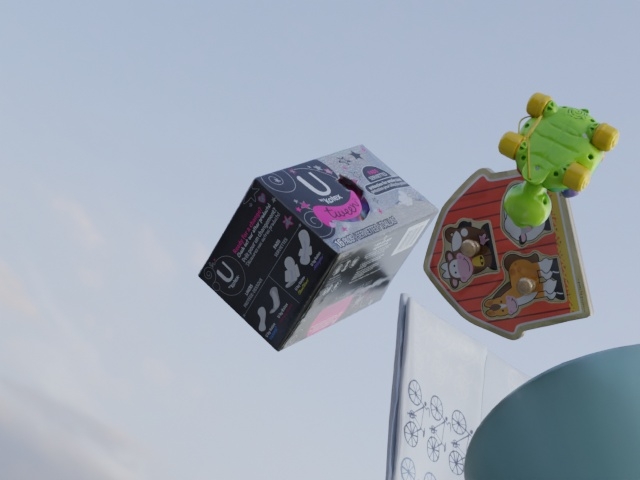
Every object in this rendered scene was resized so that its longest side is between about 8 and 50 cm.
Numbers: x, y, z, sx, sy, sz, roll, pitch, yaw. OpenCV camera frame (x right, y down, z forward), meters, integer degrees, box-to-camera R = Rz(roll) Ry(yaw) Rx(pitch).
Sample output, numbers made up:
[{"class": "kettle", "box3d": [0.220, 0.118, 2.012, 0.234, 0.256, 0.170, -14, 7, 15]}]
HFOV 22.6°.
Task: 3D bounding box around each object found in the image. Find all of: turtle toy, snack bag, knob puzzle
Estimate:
[{"class": "turtle toy", "box3d": [0.215, -0.071, 1.495, 0.095, 0.130, 0.066, 30, -17, 24]}, {"class": "snack bag", "box3d": [0.200, 0.274, 2.070, 0.037, 0.323, 0.342, -19, -38, 36]}, {"class": "knob puzzle", "box3d": [0.190, 0.016, 1.749, 0.213, 0.213, 0.030, 16, 15, 34]}]

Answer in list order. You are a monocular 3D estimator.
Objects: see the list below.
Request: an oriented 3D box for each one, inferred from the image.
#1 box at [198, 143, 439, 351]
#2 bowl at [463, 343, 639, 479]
[{"class": "box", "box3d": [0.000, 0.000, 1.912, 0.142, 0.247, 0.163, 41, -60, 16]}, {"class": "bowl", "box3d": [0.286, 0.249, 1.381, 0.311, 0.163, 0.311, -1, -45, -1]}]
